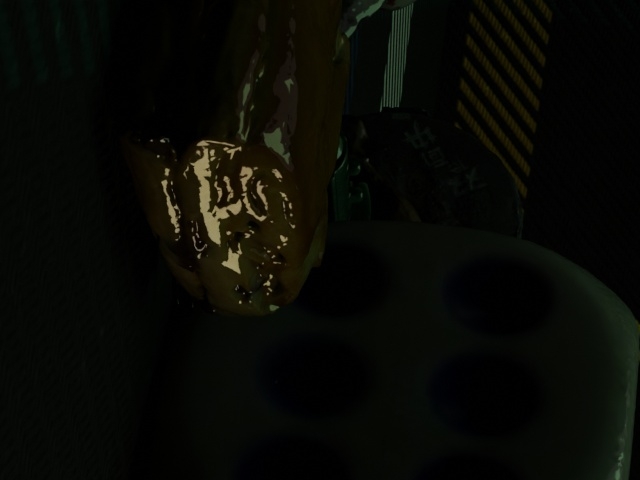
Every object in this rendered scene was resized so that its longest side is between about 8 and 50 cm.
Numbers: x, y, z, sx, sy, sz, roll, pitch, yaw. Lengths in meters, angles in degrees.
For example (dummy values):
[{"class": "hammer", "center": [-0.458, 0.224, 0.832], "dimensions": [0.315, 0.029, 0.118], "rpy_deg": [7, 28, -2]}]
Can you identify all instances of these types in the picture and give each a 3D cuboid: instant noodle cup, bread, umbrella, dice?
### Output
[{"class": "instant noodle cup", "center": [0.066, 0.023, 1.741], "dimensions": [0.207, 0.217, 0.217], "rpy_deg": [99, 3, -57]}, {"class": "bread", "center": [-0.037, -0.082, 1.052], "dimensions": [0.235, 0.099, 0.211], "rpy_deg": [70, 26, -64]}, {"class": "umbrella", "center": [-0.089, -0.022, 1.120], "dimensions": [0.022, 0.022, 0.149], "rpy_deg": [-21, 117, -40]}, {"class": "dice", "center": [0.050, 0.174, 1.292], "dimensions": [0.304, 0.304, 0.277], "rpy_deg": [88, 13, -57]}]

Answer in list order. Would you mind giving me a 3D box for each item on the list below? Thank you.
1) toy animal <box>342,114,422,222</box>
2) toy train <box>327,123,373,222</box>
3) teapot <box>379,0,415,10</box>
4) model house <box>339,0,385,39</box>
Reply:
[{"class": "toy animal", "center": [0.000, 0.000, 1.458], "dimensions": [0.089, 0.188, 0.179], "rpy_deg": [-24, 99, -53]}, {"class": "toy train", "center": [-0.019, -0.039, 1.292], "dimensions": [0.170, 0.111, 0.071], "rpy_deg": [84, 11, -66]}, {"class": "teapot", "center": [0.074, -0.317, 1.844], "dimensions": [0.159, 0.116, 0.246], "rpy_deg": [-60, 154, -43]}, {"class": "model house", "center": [0.028, -0.274, 1.429], "dimensions": [0.278, 0.218, 0.205], "rpy_deg": [-45, -160, -24]}]
